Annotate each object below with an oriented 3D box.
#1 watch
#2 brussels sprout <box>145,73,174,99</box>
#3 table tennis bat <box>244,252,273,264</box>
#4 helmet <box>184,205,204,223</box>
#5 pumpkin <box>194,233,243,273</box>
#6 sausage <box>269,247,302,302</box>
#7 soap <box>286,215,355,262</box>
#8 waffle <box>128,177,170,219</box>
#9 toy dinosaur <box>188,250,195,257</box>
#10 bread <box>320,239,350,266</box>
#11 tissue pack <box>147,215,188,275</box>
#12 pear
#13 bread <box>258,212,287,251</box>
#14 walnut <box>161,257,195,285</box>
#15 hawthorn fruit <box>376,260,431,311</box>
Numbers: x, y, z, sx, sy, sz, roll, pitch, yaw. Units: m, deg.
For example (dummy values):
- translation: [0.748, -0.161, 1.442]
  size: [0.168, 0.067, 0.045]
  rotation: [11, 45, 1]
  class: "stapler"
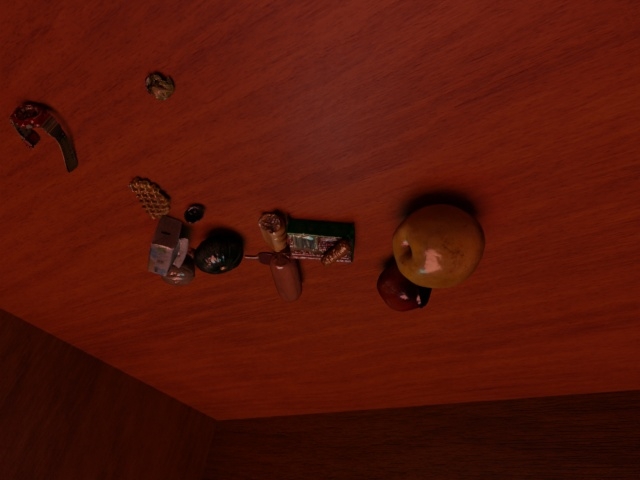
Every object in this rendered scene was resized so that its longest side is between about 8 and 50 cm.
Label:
- translation: [-0.974, -0.357, 1.536]
  size: [0.165, 0.102, 0.268]
  rotation: [21, 149, -3]
  class: "watch"
- translation: [-0.493, -0.466, 1.322]
  size: [0.085, 0.058, 0.085]
  rotation: [8, 125, 12]
  class: "brussels sprout"
- translation: [-0.264, 0.081, 1.961]
  size: [0.157, 0.013, 0.087]
  rotation: [3, 142, 6]
  class: "table tennis bat"
- translation: [-0.505, -0.107, 1.757]
  size: [0.084, 0.049, 0.065]
  rotation: [-25, 100, 1]
  class: "helmet"
- translation: [-0.430, 0.057, 1.857]
  size: [0.212, 0.151, 0.211]
  rotation: [-17, 166, -4]
  class: "pumpkin"
- translation: [-0.152, 0.155, 1.941]
  size: [0.121, 0.121, 0.304]
  rotation: [2, 140, 10]
  class: "sausage"
- translation: [0.000, 0.002, 1.743]
  size: [0.274, 0.098, 0.217]
  rotation: [4, 140, 7]
  class: "soap"
- translation: [-0.684, -0.165, 1.727]
  size: [0.161, 0.046, 0.192]
  rotation: [-25, 129, 34]
  class: "waffle"
- translation: [-0.538, 0.090, 1.997]
  size: [0.154, 0.049, 0.055]
  rotation: [39, 130, -24]
  class: "toy dinosaur"
- translation: [0.058, 0.051, 1.678]
  size: [0.052, 0.044, 0.157]
  rotation: [36, 131, -15]
  class: "bread"
- translation: [-0.646, 0.031, 1.870]
  size: [0.145, 0.159, 0.229]
  rotation: [17, 140, -16]
  class: "tissue pack"
- translation: [0.413, 0.018, 1.523]
  size: [0.315, 0.314, 0.314]
  rotation: [6, 140, 5]
  class: "pear"
- translation: [-0.185, -0.034, 1.737]
  size: [0.119, 0.084, 0.177]
  rotation: [36, 151, 27]
  class: "bread"
- translation: [-0.665, 0.141, 2.022]
  size: [0.162, 0.140, 0.140]
  rotation: [2, 142, -11]
  class: "walnut"
- translation: [0.339, 0.188, 1.818]
  size: [0.215, 0.215, 0.250]
  rotation: [26, 151, -18]
  class: "hawthorn fruit"
